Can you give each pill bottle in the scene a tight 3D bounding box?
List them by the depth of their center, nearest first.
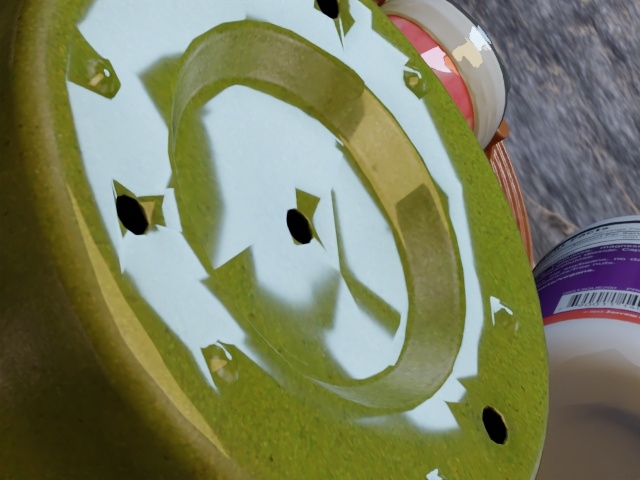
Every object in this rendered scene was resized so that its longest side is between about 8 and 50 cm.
[{"bbox_3d":[0.198,0.093,1.181,0.181,0.181,0.323,57,23,-5],"label":"pill bottle"}]

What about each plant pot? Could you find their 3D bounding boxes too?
[{"bbox_3d":[-0.121,0.064,0.669,0.366,0.353,0.366,31,44,-36],"label":"plant pot"}]

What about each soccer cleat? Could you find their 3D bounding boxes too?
[{"bbox_3d":[0.000,0.000,0.968,0.116,0.318,0.108,-34,71,-31],"label":"soccer cleat"}]

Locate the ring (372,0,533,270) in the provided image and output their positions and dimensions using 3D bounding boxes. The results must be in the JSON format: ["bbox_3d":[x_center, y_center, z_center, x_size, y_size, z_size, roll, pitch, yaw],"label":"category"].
[{"bbox_3d":[0.045,-0.067,1.269,0.336,0.032,0.337,32,42,-34],"label":"ring"}]
